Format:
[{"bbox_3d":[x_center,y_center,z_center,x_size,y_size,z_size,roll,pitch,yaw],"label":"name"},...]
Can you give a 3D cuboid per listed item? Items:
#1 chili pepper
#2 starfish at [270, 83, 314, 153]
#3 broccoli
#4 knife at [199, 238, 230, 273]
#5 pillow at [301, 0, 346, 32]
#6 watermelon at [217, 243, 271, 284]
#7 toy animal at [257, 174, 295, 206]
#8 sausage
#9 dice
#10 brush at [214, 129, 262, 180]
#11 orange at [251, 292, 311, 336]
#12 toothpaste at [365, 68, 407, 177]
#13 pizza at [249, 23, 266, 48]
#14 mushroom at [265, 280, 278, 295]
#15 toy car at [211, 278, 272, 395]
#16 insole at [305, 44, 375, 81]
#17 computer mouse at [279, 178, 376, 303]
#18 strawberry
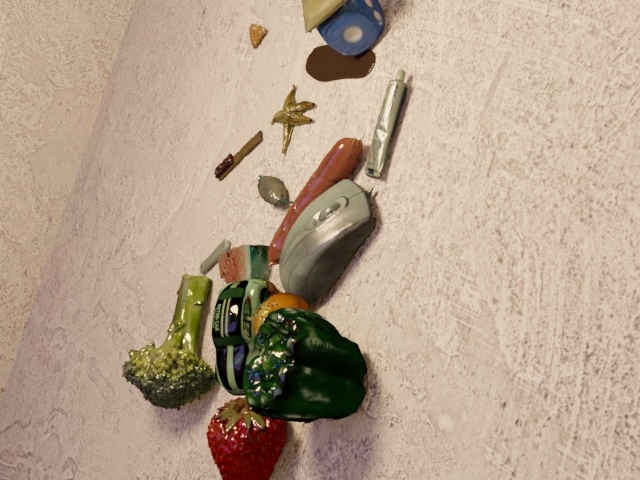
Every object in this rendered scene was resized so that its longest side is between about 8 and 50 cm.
[{"bbox_3d":[-0.032,0.292,1.607,0.233,0.256,0.249,21,92,58],"label":"chili pepper"},{"bbox_3d":[-0.090,-0.359,2.116,0.223,0.050,0.217,-3,81,57],"label":"starfish"},{"bbox_3d":[-0.419,0.314,2.170,0.397,0.275,0.353,-49,57,-1],"label":"broccoli"},{"bbox_3d":[-0.335,0.048,2.279,0.162,0.023,0.044,-42,49,34],"label":"knife"},{"bbox_3d":[0.024,-0.616,1.808,0.208,0.053,0.119,-31,50,42],"label":"pillow"},{"bbox_3d":[-0.231,0.077,2.099,0.241,0.094,0.154,10,94,54],"label":"watermelon"},{"bbox_3d":[-0.107,-0.131,2.025,0.253,0.070,0.079,21,109,50],"label":"toy animal"},{"bbox_3d":[-0.024,-0.099,1.891,0.433,0.087,0.088,-54,41,22],"label":"sausage"},{"bbox_3d":[0.073,-0.585,1.896,0.143,0.146,0.146,-32,50,36],"label":"dice"},{"bbox_3d":[-0.267,-0.271,2.308,0.248,0.036,0.043,-36,54,39],"label":"brush"},{"bbox_3d":[-0.092,0.205,1.773,0.156,0.134,0.156,-19,25,9],"label":"orange"},{"bbox_3d":[0.161,-0.283,1.753,0.069,0.047,0.268,19,94,34],"label":"toothpaste"},{"bbox_3d":[-0.202,-0.681,2.394,0.078,0.025,0.083,-1,93,37],"label":"pizza"},{"bbox_3d":[-0.162,0.170,1.962,0.109,0.085,0.126,38,94,21],"label":"mushroom"},{"bbox_3d":[-0.210,0.235,1.841,0.136,0.125,0.306,-10,65,28],"label":"toy car"},{"bbox_3d":[0.048,-0.494,2.014,0.327,0.007,0.111,22,95,53],"label":"insole"},{"bbox_3d":[0.000,0.000,1.797,0.371,0.121,0.188,-52,42,21],"label":"computer mouse"},{"bbox_3d":[-0.180,0.516,1.779,0.205,0.205,0.245,27,121,53],"label":"strawberry"}]
